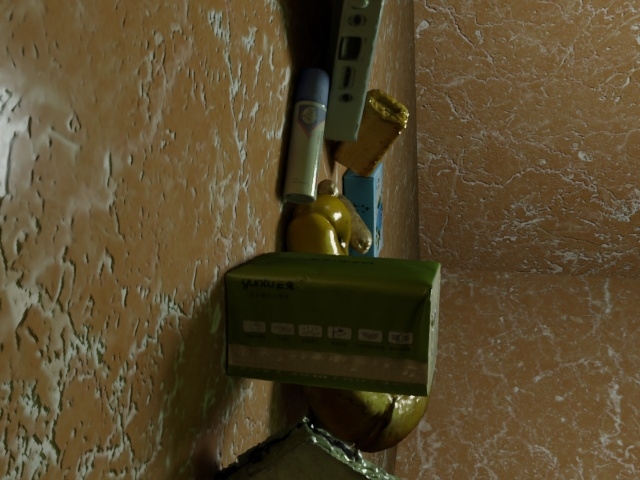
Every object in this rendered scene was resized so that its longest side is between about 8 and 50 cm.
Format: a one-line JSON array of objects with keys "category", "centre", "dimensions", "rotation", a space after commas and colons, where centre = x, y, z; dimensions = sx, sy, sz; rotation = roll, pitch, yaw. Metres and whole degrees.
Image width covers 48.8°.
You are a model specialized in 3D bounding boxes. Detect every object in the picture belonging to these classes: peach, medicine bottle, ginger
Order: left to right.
[{"category": "medicine bottle", "centre": [-0.024, -0.180, 1.205], "dimensions": [0.059, 0.059, 0.231], "rotation": [55, 40, -70]}, {"category": "peach", "centre": [0.000, 0.000, 1.252], "dimensions": [0.179, 0.103, 0.179], "rotation": [-6, 90, -72]}, {"category": "ginger", "centre": [0.053, -0.043, 1.411], "dimensions": [0.214, 0.058, 0.133], "rotation": [55, -1, 37]}]

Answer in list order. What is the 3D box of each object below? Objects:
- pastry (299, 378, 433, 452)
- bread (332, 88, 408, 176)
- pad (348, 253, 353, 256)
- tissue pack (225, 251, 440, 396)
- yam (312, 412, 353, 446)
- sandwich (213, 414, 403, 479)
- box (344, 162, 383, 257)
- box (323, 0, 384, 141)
[{"category": "pastry", "centre": [0.078, 0.224, 1.352], "dimensions": [0.356, 0.163, 0.356], "rotation": [33, 42, -35]}, {"category": "bread", "centre": [0.106, -0.229, 1.509], "dimensions": [0.083, 0.113, 0.211], "rotation": [-61, -174, -34]}, {"category": "pad", "centre": [0.135, 0.110, 1.491], "dimensions": [0.003, 0.211, 0.143], "rotation": [-40, 134, -24]}, {"category": "tissue pack", "centre": [0.027, 0.108, 1.002], "dimensions": [0.200, 0.274, 0.168], "rotation": [-32, 124, -75]}, {"category": "yam", "centre": [0.037, 0.343, 1.501], "dimensions": [0.107, 0.107, 0.194], "rotation": [58, 38, -69]}, {"category": "sandwich", "centre": [-0.020, 0.390, 0.888], "dimensions": [0.131, 0.262, 0.326], "rotation": [-23, 116, -82]}, {"category": "box", "centre": [0.111, -0.071, 1.790], "dimensions": [0.142, 0.083, 0.233], "rotation": [-56, 148, -65]}, {"category": "box", "centre": [0.066, -0.425, 1.329], "dimensions": [0.367, 0.090, 0.373], "rotation": [98, 0, -49]}]
